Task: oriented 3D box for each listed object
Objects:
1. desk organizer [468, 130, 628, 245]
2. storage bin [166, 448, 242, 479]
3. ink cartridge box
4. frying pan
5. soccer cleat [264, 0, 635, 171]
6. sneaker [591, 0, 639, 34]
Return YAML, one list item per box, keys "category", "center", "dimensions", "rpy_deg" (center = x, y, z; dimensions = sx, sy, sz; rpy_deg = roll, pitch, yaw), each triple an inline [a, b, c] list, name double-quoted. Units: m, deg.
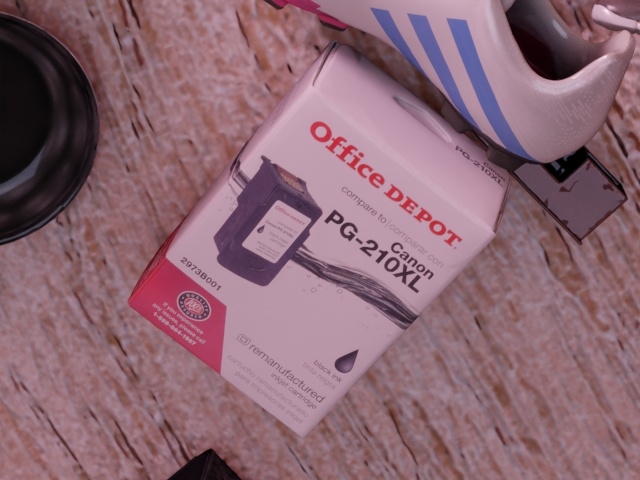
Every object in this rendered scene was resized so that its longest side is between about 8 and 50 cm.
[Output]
- category: "desk organizer"
  center: [0.166, -0.063, 1.436]
  dimensions: [0.050, 0.047, 0.130]
  rpy_deg: [-43, 100, 13]
- category: "storage bin"
  center: [-0.109, 0.253, 1.483]
  dimensions: [0.122, 0.180, 0.084]
  rpy_deg: [-40, 100, 14]
- category: "ink cartridge box"
  center: [0.000, 0.000, 1.417]
  dimensions: [0.172, 0.100, 0.237]
  rpy_deg: [38, 118, -7]
- category: "frying pan"
  center: [-0.323, -0.097, 1.414]
  dimensions: [0.326, 0.053, 0.197]
  rpy_deg: [12, 114, -20]
- category: "soccer cleat"
  center: [0.073, -0.189, 1.343]
  dimensions: [0.331, 0.116, 0.143]
  rpy_deg: [36, 135, -2]
- category: "sneaker"
  center: [0.273, -0.180, 1.392]
  dimensions: [0.158, 0.061, 0.064]
  rpy_deg: [-2, 96, -5]
